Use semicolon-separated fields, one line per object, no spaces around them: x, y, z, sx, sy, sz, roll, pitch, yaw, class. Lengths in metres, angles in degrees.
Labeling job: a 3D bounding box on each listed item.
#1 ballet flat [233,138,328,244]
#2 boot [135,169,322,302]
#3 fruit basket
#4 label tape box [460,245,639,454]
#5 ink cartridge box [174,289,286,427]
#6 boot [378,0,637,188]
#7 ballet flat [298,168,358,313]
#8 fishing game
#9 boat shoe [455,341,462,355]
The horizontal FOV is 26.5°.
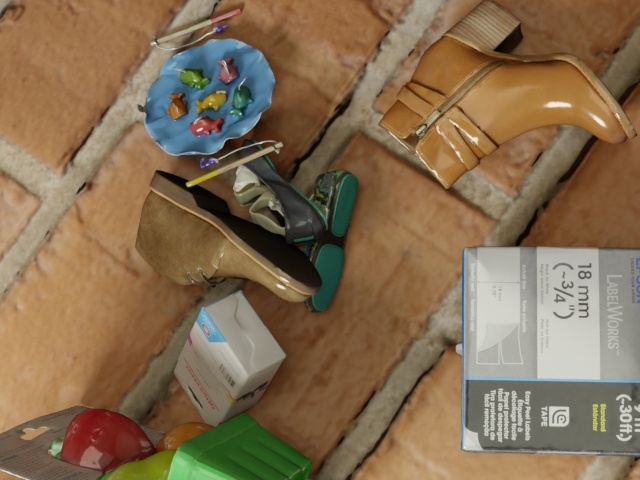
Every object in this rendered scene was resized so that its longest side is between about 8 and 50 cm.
-0.069;-0.060;1.729;0.074;0.074;0.203;-43;50;1;ballet flat
-0.121;0.022;1.722;0.305;0.112;0.115;31;99;38;boot
-0.204;0.282;1.593;0.353;0.327;0.165;10;95;15;fruit basket
0.332;0.131;1.593;0.333;0.106;0.241;0;79;6;label tape box
-0.117;0.154;1.700;0.061;0.181;0.104;-25;70;-31;ink cartridge box
0.227;-0.150;1.692;0.283;0.109;0.220;41;88;19;boot
0.000;0.000;1.745;0.070;0.070;0.188;13;80;15;ballet flat
-0.153;-0.195;1.789;0.189;0.041;0.264;-19;57;9;fishing game
0.217;0.126;1.678;0.100;0.035;0.035;-1;65;11;boat shoe
